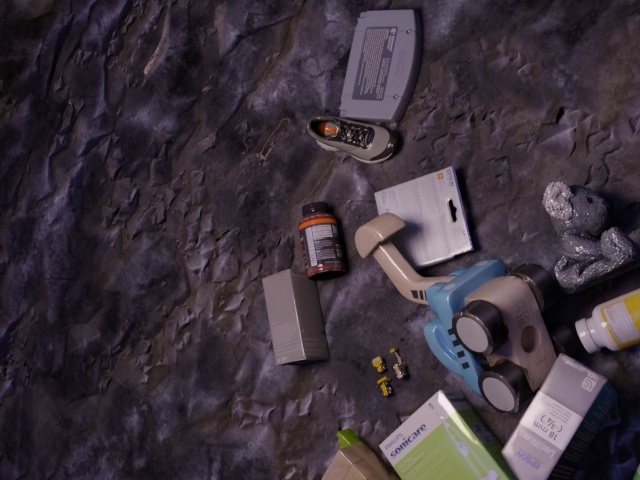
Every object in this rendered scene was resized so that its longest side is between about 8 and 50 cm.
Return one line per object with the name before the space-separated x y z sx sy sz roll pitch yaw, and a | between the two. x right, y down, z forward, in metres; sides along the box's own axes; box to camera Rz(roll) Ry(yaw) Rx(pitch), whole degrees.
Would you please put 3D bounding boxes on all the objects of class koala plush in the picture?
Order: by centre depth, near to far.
koala plush | 0.552 -0.020 1.575 0.203 0.196 0.221 -33 69 35

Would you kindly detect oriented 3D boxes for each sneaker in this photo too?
sneaker | 0.078 -0.270 1.972 0.271 0.108 0.100 16 88 33

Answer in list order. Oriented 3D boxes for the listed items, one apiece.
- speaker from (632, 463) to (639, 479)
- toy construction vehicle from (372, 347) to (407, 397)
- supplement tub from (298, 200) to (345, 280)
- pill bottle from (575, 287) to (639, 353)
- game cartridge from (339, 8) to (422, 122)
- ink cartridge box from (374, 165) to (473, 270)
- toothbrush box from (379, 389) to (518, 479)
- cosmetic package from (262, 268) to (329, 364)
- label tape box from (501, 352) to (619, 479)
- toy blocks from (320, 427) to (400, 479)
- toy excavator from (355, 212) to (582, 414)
speaker | 0.729 0.379 1.420 0.131 0.131 0.296 41 104 31
toy construction vehicle | 0.174 0.324 1.850 0.086 0.035 0.098 -40 59 33
supplement tub | 0.000 0.000 1.974 0.106 0.106 0.198 -19 71 29
pill bottle | 0.626 0.165 1.539 0.184 0.103 0.103 -28 67 26
game cartridge | 0.164 -0.458 1.982 0.198 0.062 0.297 11 87 30
ink cartridge box | 0.257 -0.046 1.851 0.224 0.045 0.223 -18 73 28
toothbrush box | 0.303 0.507 1.675 0.206 0.122 0.283 -48 61 17
cosmetic package | -0.065 0.203 1.968 0.107 0.127 0.238 -17 74 30
label tape box | 0.455 0.408 1.490 0.106 0.240 0.334 30 87 32
toy blocks | 0.110 0.673 1.758 0.381 0.190 0.261 41 115 31
toy excavator | 0.287 0.141 1.677 0.445 0.222 0.433 -5 113 57
